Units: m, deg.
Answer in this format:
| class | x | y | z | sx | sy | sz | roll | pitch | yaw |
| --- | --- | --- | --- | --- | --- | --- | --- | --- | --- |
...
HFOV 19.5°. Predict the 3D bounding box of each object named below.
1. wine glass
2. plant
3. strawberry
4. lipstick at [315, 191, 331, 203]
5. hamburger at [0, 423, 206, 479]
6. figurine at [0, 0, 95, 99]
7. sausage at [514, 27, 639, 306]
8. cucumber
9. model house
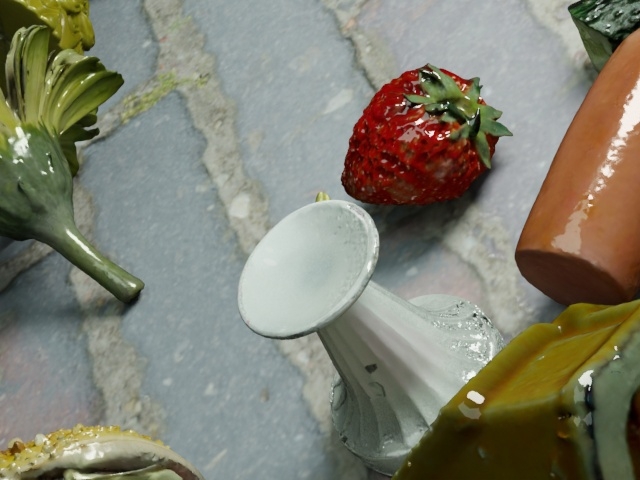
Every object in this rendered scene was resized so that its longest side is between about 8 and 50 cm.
| class | x | y | z | sx | sy | sz | roll | pitch | yaw |
| --- | --- | --- | --- | --- | --- | --- | --- | --- | --- |
| wine glass | 0.036 | 0.076 | 1.484 | 0.165 | 0.196 | 0.165 | -23 | 45 | 26 |
| plant | -0.324 | -0.050 | 1.891 | 0.261 | 0.297 | 0.306 | -18 | 7 | 35 |
| strawberry | 0.085 | -0.079 | 1.651 | 0.148 | 0.131 | 0.131 | -59 | 30 | 31 |
| lipstick | 0.000 | 0.000 | 1.713 | 0.037 | 0.037 | 0.116 | -20 | 39 | 27 |
| hamburger | -0.210 | 0.271 | 1.457 | 0.302 | 0.302 | 0.170 | -31 | 49 | 15 |
| figurine | -0.292 | -0.331 | 2.166 | 0.168 | 0.187 | 0.315 | 3 | 51 | 31 |
| sausage | 0.250 | -0.070 | 1.499 | 0.114 | 0.113 | 0.259 | 8 | 62 | 44 |
| cucumber | 0.328 | -0.212 | 1.587 | 0.241 | 0.074 | 0.074 | -22 | 44 | 24 |
| model house | 0.181 | 0.148 | 1.347 | 0.239 | 0.173 | 0.268 | -16 | 14 | 47 |
